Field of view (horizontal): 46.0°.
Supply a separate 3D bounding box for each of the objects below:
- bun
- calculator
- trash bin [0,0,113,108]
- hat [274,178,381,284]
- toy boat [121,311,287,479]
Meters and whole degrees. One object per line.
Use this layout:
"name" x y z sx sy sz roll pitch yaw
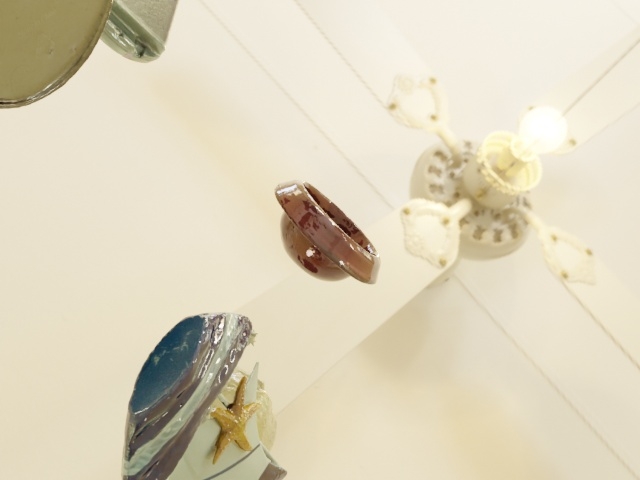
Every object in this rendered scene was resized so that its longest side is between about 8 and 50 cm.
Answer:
"bun" -0.132 0.244 1.106 0.127 0.222 0.222 -32 -103 -5
"calculator" -0.242 -0.346 0.987 0.141 0.045 0.246 41 -136 -42
"trash bin" -0.443 -0.320 0.734 0.432 0.280 0.280 26 -125 16
"hat" 0.000 0.000 1.077 0.205 0.205 0.089 46 -79 6
"toy boat" -0.108 0.215 0.803 0.067 0.291 0.220 13 -126 31
